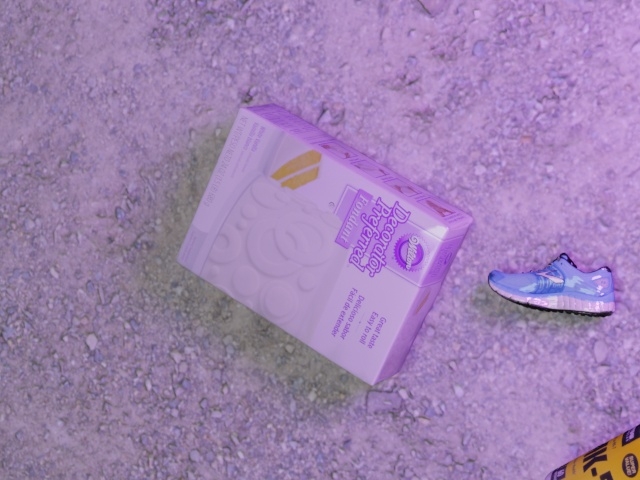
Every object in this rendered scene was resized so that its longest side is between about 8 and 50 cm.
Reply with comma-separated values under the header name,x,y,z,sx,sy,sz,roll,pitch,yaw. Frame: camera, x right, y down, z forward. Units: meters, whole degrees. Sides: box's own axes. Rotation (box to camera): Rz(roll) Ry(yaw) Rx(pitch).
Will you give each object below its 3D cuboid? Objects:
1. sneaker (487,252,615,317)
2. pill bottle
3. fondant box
name,x,y,z,sx,sy,sz,roll,pitch,yaw
sneaker,0.287,0.051,1.816,0.162,0.063,0.073,7,83,21
pill bottle,0.383,0.287,1.758,0.208,0.119,0.119,-34,82,26
fondant box,0.000,0.000,1.922,0.330,0.096,0.238,31,109,18
